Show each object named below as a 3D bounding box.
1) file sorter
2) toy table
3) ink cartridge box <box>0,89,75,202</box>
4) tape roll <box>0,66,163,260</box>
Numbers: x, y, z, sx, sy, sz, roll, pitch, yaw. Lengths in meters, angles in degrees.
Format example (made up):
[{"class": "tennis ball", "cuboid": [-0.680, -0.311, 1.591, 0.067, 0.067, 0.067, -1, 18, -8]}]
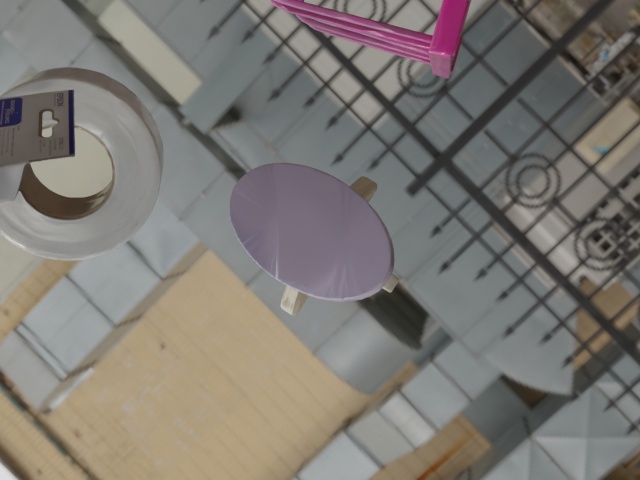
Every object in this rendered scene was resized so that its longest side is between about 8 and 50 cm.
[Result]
[{"class": "file sorter", "cuboid": [0.060, -0.276, 0.853, 0.182, 0.202, 0.291, 17, -171, 5]}, {"class": "toy table", "cuboid": [0.000, 0.000, 1.456, 0.274, 0.252, 0.161, 44, -177, 19]}, {"class": "ink cartridge box", "cuboid": [-0.497, -0.108, 1.201, 0.176, 0.371, 0.069, -110, 12, -51]}, {"class": "tape roll", "cuboid": [-0.384, -0.117, 1.435, 0.286, 0.286, 0.100, 42, -169, -18]}]
